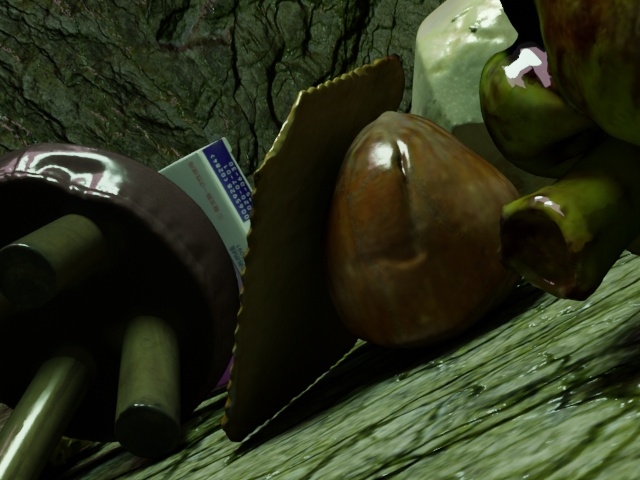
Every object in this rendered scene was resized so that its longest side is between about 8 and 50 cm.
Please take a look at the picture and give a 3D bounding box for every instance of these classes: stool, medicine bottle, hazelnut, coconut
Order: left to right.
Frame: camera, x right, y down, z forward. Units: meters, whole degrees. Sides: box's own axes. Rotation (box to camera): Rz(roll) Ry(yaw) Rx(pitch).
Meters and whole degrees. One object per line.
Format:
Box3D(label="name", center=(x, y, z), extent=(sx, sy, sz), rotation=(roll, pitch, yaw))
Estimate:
Box3D(label="stool", center=(-0.210, 0.076, 1.051), extent=(0.272, 0.272, 0.178), rotation=(-26, 18, 23))
Box3D(label="medicine bottle", center=(-0.104, 0.032, 1.173), extent=(0.171, 0.201, 0.052), rotation=(-24, 8, 33))
Box3D(label="hazelnut", center=(0.059, -0.006, 0.859), extent=(0.150, 0.150, 0.150), rotation=(-27, 2, 1))
Box3D(label="coconut", center=(0.167, -0.106, 1.025), extent=(0.237, 0.237, 0.197), rotation=(-27, 38, 15))

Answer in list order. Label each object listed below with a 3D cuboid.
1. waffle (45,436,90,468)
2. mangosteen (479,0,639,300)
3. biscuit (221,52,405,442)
Box3D(label="waffle", center=(-0.347, 0.236, 1.216), extent=(0.307, 0.060, 0.312), rotation=(-29, 2, 12))
Box3D(label="mangosteen", center=(0.206, -0.129, 0.589), extent=(0.297, 0.313, 0.297), rotation=(3, 25, -1))
Box3D(label="biscuit", center=(0.000, 0.000, 0.898), extent=(0.013, 0.232, 0.237), rotation=(15, 20, 19))
